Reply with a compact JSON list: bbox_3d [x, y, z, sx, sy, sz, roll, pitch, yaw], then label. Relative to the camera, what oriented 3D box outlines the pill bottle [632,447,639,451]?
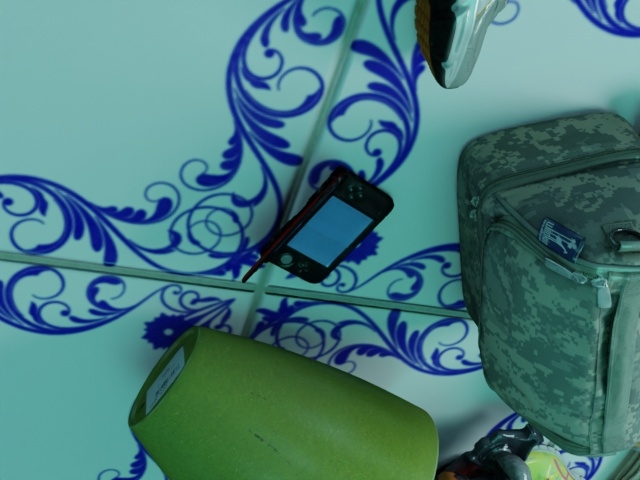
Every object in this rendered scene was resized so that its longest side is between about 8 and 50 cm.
[{"bbox_3d":[0.505,0.205,1.272,0.209,0.117,0.117,-12,130,-3],"label":"pill bottle"}]

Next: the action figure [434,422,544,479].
[{"bbox_3d":[0.162,0.400,1.252,0.330,0.178,0.341,11,126,-40],"label":"action figure"}]

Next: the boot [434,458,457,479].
[{"bbox_3d":[0.203,0.467,1.433,0.264,0.096,0.280,-36,126,17],"label":"boot"}]

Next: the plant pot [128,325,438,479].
[{"bbox_3d":[-0.063,0.234,1.106,0.294,0.274,0.275,37,114,-16],"label":"plant pot"}]

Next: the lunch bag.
[{"bbox_3d":[0.271,0.048,1.006,0.213,0.256,0.305,-11,129,-3],"label":"lunch bag"}]

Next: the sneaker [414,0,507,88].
[{"bbox_3d":[0.164,-0.252,0.849,0.121,0.099,0.262,-3,130,-16],"label":"sneaker"}]

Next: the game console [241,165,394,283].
[{"bbox_3d":[0.000,0.000,1.020,0.124,0.085,0.144,30,118,-30],"label":"game console"}]

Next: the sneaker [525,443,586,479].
[{"bbox_3d":[0.342,0.369,1.385,0.208,0.094,0.081,33,117,-30],"label":"sneaker"}]

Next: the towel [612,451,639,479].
[{"bbox_3d":[0.589,0.366,1.458,0.282,0.049,0.187,14,125,-16],"label":"towel"}]

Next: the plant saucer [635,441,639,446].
[{"bbox_3d":[0.398,0.161,1.190,0.200,0.037,0.199,0,90,2],"label":"plant saucer"}]
